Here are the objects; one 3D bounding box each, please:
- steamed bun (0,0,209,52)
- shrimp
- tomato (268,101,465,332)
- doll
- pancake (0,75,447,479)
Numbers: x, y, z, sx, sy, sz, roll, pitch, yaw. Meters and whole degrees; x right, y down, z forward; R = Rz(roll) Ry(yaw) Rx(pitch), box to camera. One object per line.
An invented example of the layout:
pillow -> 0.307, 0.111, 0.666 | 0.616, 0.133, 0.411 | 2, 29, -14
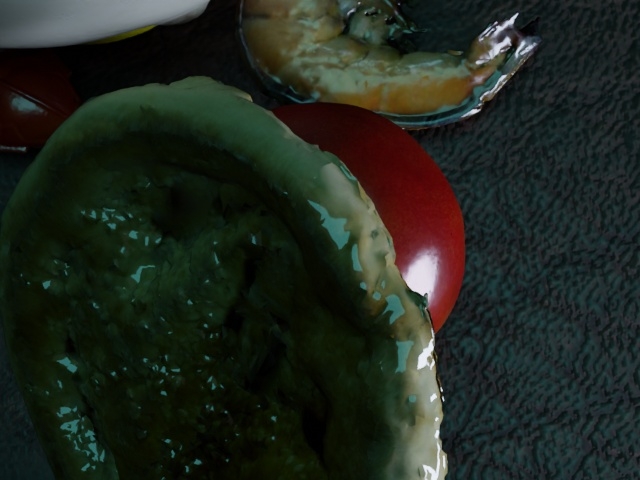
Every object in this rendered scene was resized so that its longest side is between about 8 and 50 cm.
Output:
steamed bun -> -0.186, -0.279, 0.635 | 0.373, 0.334, 0.334 | -9, 78, 5
shrimp -> 0.070, -0.211, 0.736 | 0.222, 0.054, 0.290 | 23, 82, 11
tomato -> 0.000, 0.000, 0.659 | 0.195, 0.136, 0.195 | -1, 79, 7
doll -> -0.210, -0.099, 0.743 | 0.169, 0.057, 0.109 | 25, 80, 12
pancake -> -0.072, 0.078, 0.591 | 0.356, 0.065, 0.356 | 10, 108, 32
